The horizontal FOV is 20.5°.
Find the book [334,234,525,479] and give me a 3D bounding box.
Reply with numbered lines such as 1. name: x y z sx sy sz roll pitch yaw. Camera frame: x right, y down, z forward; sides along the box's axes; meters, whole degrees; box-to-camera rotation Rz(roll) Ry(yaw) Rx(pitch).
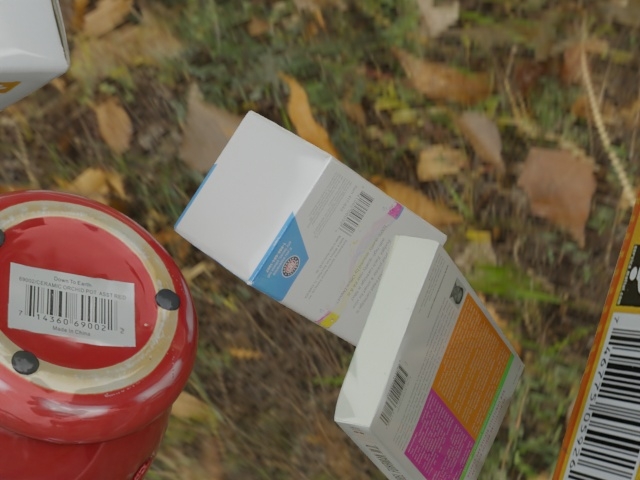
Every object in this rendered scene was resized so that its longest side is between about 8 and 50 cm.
1. book: 0.054 0.072 0.868 0.035 0.144 0.096 11 68 26

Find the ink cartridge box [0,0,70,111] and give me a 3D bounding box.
1. ink cartridge box: -0.312 -0.067 0.778 0.371 0.176 0.069 -11 84 -39

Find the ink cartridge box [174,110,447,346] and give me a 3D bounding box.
1. ink cartridge box: 0.000 0.000 1.114 0.090 0.143 0.092 32 89 46

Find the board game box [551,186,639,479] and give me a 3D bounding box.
1. board game box: 0.360 0.021 0.699 0.356 0.356 0.356 19 85 -16

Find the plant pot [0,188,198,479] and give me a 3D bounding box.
1. plant pot: -0.174 0.073 1.064 0.191 0.174 0.191 15 48 -17
